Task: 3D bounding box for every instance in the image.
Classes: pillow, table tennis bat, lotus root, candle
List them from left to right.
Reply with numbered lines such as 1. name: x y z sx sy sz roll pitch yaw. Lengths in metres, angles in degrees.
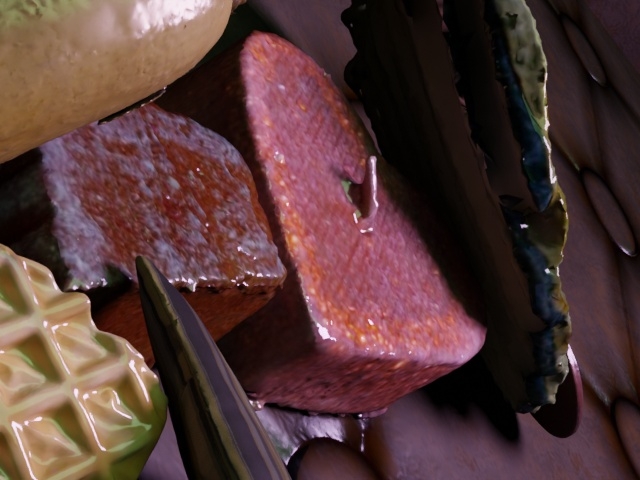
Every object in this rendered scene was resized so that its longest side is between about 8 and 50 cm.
1. lotus root: -0.170 -0.113 0.694 0.303 0.130 0.146 -23 46 -26
2. pillow: -0.037 0.141 0.722 0.208 0.052 0.212 57 -10 49
3. candle: 0.000 0.000 1.033 0.317 0.131 0.287 50 29 -15
4. table tennis bat: 0.177 0.069 1.317 0.154 0.021 0.274 90 -24 -49

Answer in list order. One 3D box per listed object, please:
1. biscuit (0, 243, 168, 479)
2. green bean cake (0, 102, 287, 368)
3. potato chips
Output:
1. biscuit: -0.215 0.050 0.573 0.309 0.040 0.204 41 57 -18
2. green bean cake: -0.122 0.003 0.836 0.233 0.097 0.198 21 43 -53
3. potato chips: 0.126 -0.053 1.196 0.358 0.070 0.429 147 -77 -75
